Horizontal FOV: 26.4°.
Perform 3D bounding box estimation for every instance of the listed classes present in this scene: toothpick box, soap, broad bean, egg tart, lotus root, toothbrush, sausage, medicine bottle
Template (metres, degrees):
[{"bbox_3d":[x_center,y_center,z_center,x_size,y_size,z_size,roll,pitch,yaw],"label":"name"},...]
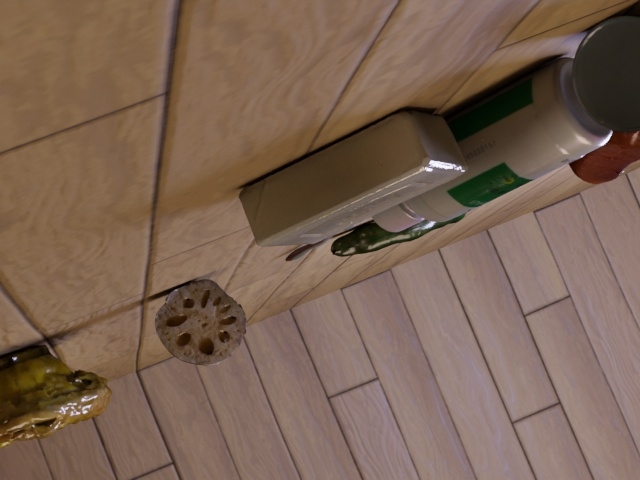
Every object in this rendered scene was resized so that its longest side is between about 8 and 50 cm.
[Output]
[{"bbox_3d":[0.301,-0.152,1.205,0.101,0.101,0.153,-27,172,38],"label":"toothpick box"},{"bbox_3d":[0.030,-0.056,1.252,0.183,0.063,0.121,-25,172,22],"label":"soap"},{"bbox_3d":[0.144,-0.023,2.143,0.144,0.049,0.292,-25,175,36],"label":"broad bean"},{"bbox_3d":[-0.428,0.223,1.865,0.294,0.123,0.294,-19,176,-1],"label":"egg tart"},{"bbox_3d":[-0.169,0.117,1.883,0.112,0.122,0.081,-46,-172,-15],"label":"lotus root"},{"bbox_3d":[0.000,0.000,1.969,0.019,0.013,0.193,-29,180,-38],"label":"toothbrush"},{"bbox_3d":[0.335,-0.134,1.577,0.102,0.102,0.330,-22,174,-1],"label":"sausage"},{"bbox_3d":[0.154,-0.084,1.322,0.260,0.095,0.095,-25,174,40],"label":"medicine bottle"}]
